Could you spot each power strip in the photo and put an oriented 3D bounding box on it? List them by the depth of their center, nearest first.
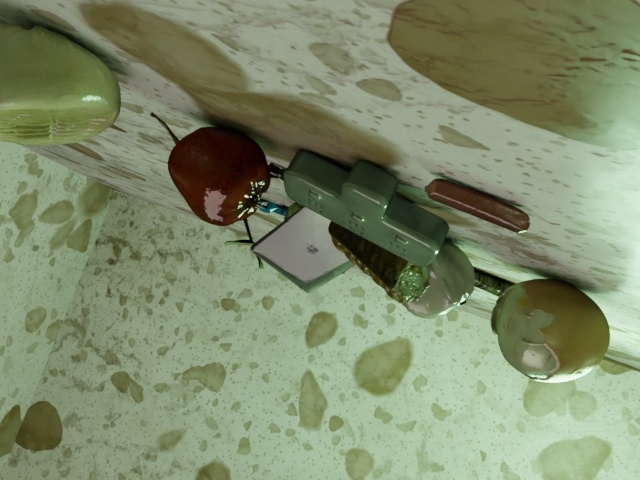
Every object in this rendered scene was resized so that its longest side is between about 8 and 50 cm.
[{"bbox_3d":[0.068,-0.056,1.066,0.264,0.059,0.194,28,165,6],"label":"power strip"}]

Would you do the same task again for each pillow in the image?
[{"bbox_3d":[0.392,0.100,1.693,0.203,0.038,0.113,22,178,-7],"label":"pillow"}]

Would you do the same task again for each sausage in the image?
[{"bbox_3d":[0.206,-0.047,0.926,0.147,0.035,0.030,23,178,-4],"label":"sausage"}]

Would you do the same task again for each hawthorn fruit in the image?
[{"bbox_3d":[-0.182,-0.120,1.127,0.203,0.163,0.162,35,179,16],"label":"hawthorn fruit"}]

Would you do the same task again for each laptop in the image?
[{"bbox_3d":[-0.017,0.016,1.569,0.187,0.015,0.269,37,136,-19],"label":"laptop"}]

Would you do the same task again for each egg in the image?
[{"bbox_3d":[0.458,0.179,1.388,0.244,0.201,0.201,10,180,-25],"label":"egg"}]

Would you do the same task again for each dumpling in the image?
[{"bbox_3d":[0.190,0.053,1.423,0.227,0.175,0.243,48,143,-7],"label":"dumpling"}]

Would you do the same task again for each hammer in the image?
[{"bbox_3d":[-0.097,-0.128,1.353,0.065,0.021,0.178,23,177,-24],"label":"hammer"}]

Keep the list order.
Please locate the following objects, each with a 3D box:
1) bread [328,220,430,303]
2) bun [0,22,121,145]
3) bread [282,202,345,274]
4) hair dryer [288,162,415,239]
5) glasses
[{"bbox_3d":[0.102,0.018,1.345,0.269,0.087,0.098,42,162,49],"label":"bread"},{"bbox_3d":[-0.392,-0.217,0.960,0.229,0.145,0.229,-14,172,-2],"label":"bun"},{"bbox_3d":[0.000,0.000,1.661,0.160,0.140,0.169,24,177,33],"label":"bread"},{"bbox_3d":[0.040,-0.074,1.209,0.219,0.075,0.195,30,162,-20],"label":"hair dryer"},{"bbox_3d":[-0.140,-0.034,1.790,0.239,0.207,0.102,16,137,27],"label":"glasses"}]
